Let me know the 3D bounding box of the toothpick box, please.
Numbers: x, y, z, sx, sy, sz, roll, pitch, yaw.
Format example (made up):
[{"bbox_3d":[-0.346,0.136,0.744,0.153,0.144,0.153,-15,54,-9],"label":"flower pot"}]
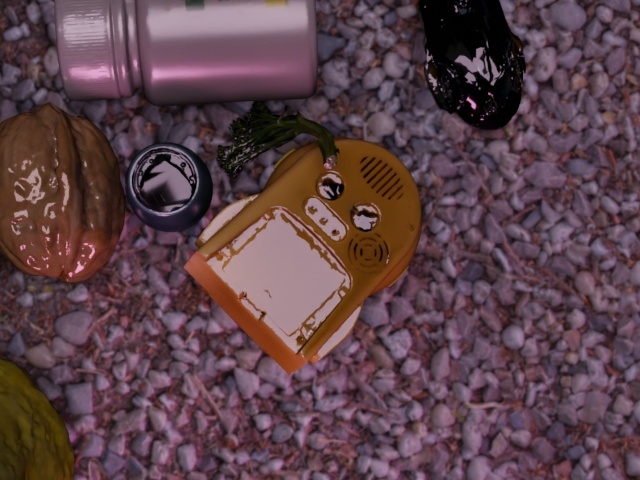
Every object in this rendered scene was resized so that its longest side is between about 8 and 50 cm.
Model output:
[{"bbox_3d":[-0.207,-0.074,1.880,0.120,0.184,0.120,0,88,-3],"label":"toothpick box"}]

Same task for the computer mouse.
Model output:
[{"bbox_3d":[0.218,-0.272,1.968,0.146,0.077,0.241,-19,88,-6],"label":"computer mouse"}]

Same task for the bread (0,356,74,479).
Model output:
[{"bbox_3d":[-0.493,0.331,1.772,0.348,0.308,0.348,-2,106,-7],"label":"bread"}]

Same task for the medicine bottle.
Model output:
[{"bbox_3d":[-0.178,-0.286,1.878,0.340,0.208,0.208,-3,88,-4],"label":"medicine bottle"}]

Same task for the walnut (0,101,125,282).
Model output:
[{"bbox_3d":[-0.361,-0.064,1.870,0.198,0.198,0.245,-3,88,-3],"label":"walnut"}]

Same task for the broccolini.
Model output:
[{"bbox_3d":[-0.061,-0.121,1.860,0.062,0.271,0.123,32,87,-32],"label":"broccolini"}]

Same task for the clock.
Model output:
[{"bbox_3d":[0.000,0.000,1.897,0.317,0.200,0.244,-44,93,-12],"label":"clock"}]
